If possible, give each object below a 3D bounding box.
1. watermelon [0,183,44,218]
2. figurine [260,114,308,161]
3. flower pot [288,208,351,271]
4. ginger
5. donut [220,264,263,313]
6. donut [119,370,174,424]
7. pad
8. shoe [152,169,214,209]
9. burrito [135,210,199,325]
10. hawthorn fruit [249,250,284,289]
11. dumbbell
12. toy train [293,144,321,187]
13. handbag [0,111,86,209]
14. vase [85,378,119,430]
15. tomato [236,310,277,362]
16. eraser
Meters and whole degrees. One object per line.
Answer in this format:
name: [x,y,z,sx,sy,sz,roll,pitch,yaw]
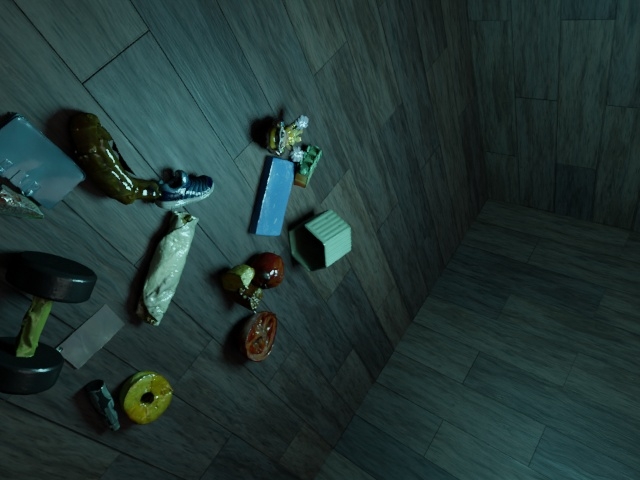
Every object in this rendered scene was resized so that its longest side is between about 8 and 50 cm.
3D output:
watermelon: [-0.761,-0.092,1.116,0.180,0.094,0.081,14,92,-68]
figurine: [-0.130,-0.391,1.738,0.240,0.116,0.174,-20,124,-52]
flower pot: [0.000,0.000,2.003,0.190,0.239,0.209,-34,100,-40]
ginger: [-0.578,-0.202,1.271,0.132,0.107,0.309,-77,154,-43]
donut: [-0.302,0.166,1.767,0.085,0.141,0.217,-54,152,-35]
donut: [-0.614,0.539,1.600,0.174,0.075,0.190,-54,136,-18]
pad: [-0.708,0.296,1.424,0.187,0.006,0.113,-49,137,-28]
shoe: [-0.436,-0.174,1.472,0.207,0.092,0.105,-25,130,-39]
burrito: [-0.511,0.090,1.520,0.117,0.076,0.391,24,85,-47]
hawthorn fruit: [-0.213,0.113,1.853,0.148,0.148,0.171,52,41,-49]
dumbbell: [-0.734,0.207,1.186,0.204,0.204,0.322,23,89,-53]
toy train: [-0.051,-0.310,1.891,0.118,0.074,0.175,107,5,-49]
handbag: [-0.718,-0.193,1.145,0.144,0.057,0.221,-50,139,-18]
vase: [-0.702,0.547,1.501,0.060,0.060,0.211,-33,129,-38]
tomato: [-0.276,0.395,1.939,0.228,0.101,0.227,-34,132,-49]
eraser: [-0.186,-0.171,1.828,0.144,0.043,0.311,5,102,-52]
